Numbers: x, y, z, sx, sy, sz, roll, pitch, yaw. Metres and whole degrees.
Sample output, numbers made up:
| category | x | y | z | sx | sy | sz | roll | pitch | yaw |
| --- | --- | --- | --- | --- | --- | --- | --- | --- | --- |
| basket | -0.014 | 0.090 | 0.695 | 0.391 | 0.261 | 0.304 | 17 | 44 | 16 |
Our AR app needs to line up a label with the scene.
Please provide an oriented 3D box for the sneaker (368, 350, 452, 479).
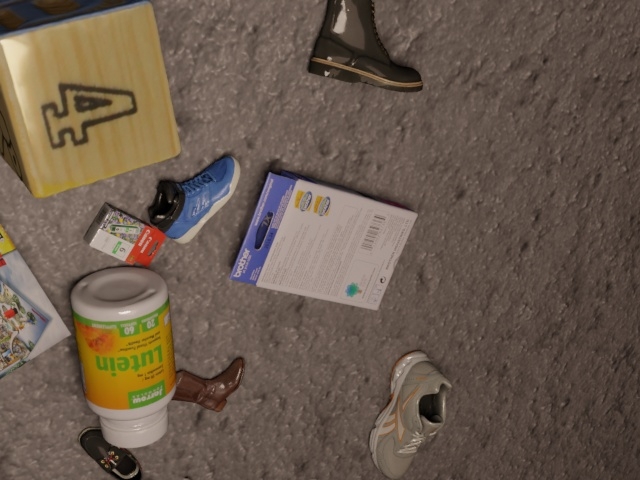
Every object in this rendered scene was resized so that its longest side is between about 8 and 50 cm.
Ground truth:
| category | x | y | z | sx | sy | sz | roll | pitch | yaw |
| --- | --- | --- | --- | --- | --- | --- | --- | --- | --- |
| sneaker | 0.173 | 0.348 | 1.747 | 0.099 | 0.121 | 0.262 | -1 | 112 | -32 |

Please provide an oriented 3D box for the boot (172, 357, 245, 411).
| category | x | y | z | sx | sy | sz | roll | pitch | yaw |
| --- | --- | --- | --- | --- | --- | --- | --- | --- | --- |
| boot | -0.189 | 0.223 | 1.510 | 0.114 | 0.037 | 0.106 | 26 | 94 | -34 |

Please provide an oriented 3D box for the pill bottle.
| category | x | y | z | sx | sy | sz | roll | pitch | yaw |
| --- | --- | --- | --- | --- | --- | --- | --- | --- | --- |
| pill bottle | -0.281 | 0.174 | 1.358 | 0.136 | 0.136 | 0.245 | -15 | 119 | -27 |

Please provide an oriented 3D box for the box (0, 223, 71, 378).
| category | x | y | z | sx | sy | sz | roll | pitch | yaw |
| --- | --- | --- | --- | --- | --- | --- | --- | --- | --- |
| box | -0.463 | 0.079 | 1.253 | 0.159 | 0.044 | 0.233 | -33 | 126 | -17 |

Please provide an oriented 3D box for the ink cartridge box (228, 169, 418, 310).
| category | x | y | z | sx | sy | sz | roll | pitch | yaw |
| --- | --- | --- | --- | --- | --- | --- | --- | --- | --- |
| ink cartridge box | 0.000 | 0.000 | 1.509 | 0.311 | 0.065 | 0.185 | 13 | 104 | -39 |

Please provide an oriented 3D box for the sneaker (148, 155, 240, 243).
| category | x | y | z | sx | sy | sz | roll | pitch | yaw |
| --- | --- | --- | --- | --- | --- | --- | --- | --- | --- |
| sneaker | -0.187 | -0.072 | 1.354 | 0.152 | 0.058 | 0.084 | -49 | 138 | 4 |

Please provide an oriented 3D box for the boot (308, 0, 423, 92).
| category | x | y | z | sx | sy | sz | roll | pitch | yaw |
| --- | --- | --- | --- | --- | --- | --- | --- | --- | --- |
| boot | 0.085 | -0.304 | 1.418 | 0.198 | 0.077 | 0.137 | 4 | 104 | -35 |

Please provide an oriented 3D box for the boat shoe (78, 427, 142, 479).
| category | x | y | z | sx | sy | sz | roll | pitch | yaw |
| --- | --- | --- | --- | --- | --- | --- | --- | --- | --- |
| boat shoe | -0.328 | 0.340 | 1.469 | 0.049 | 0.042 | 0.133 | -42 | 127 | -7 |

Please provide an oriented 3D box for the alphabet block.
| category | x | y | z | sx | sy | sz | roll | pitch | yaw |
| --- | --- | --- | --- | --- | --- | --- | --- | --- | --- |
| alphabet block | -0.305 | -0.193 | 1.137 | 0.193 | 0.192 | 0.197 | -20 | 122 | -22 |

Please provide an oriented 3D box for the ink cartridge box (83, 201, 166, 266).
| category | x | y | z | sx | sy | sz | roll | pitch | yaw |
| --- | --- | --- | --- | --- | --- | --- | --- | --- | --- |
| ink cartridge box | -0.276 | -0.002 | 1.347 | 0.115 | 0.029 | 0.062 | 29 | 94 | -38 |
